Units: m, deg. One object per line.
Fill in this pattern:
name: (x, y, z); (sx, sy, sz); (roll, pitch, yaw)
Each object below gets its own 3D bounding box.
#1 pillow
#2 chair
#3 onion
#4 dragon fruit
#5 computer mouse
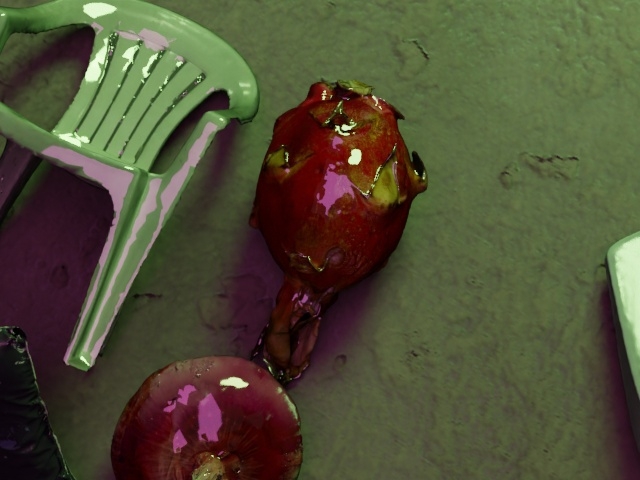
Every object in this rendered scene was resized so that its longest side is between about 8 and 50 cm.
pillow: (-0.253, 0.143, 1.427); (0.141, 0.208, 0.055); (-3, 37, 16)
chair: (-0.182, -0.063, 1.472); (0.203, 0.190, 0.275); (28, 91, 8)
onion: (-0.088, 0.162, 1.428); (0.150, 0.140, 0.150); (1, 96, 10)
dragon fruit: (0.000, 0.000, 1.475); (0.125, 0.125, 0.246); (19, 98, -5)
computer mouse: (0.286, 0.091, 1.443); (0.128, 0.079, 0.231); (-5, 63, 1)
